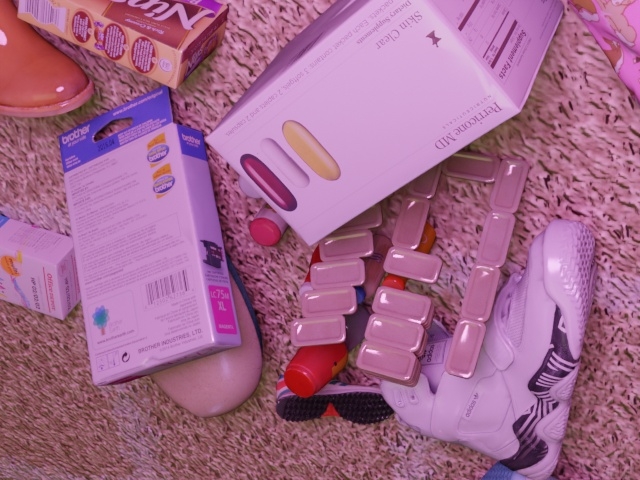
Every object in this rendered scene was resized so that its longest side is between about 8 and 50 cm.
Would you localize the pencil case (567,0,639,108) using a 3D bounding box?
[{"bbox_3d":[0.258,-0.228,0.801,0.160,0.167,0.386,-42,104,3],"label":"pencil case"}]

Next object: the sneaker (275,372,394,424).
[{"bbox_3d":[0.019,0.196,1.329,0.161,0.075,0.057,1,123,-9],"label":"sneaker"}]

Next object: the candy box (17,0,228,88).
[{"bbox_3d":[-0.204,-0.236,1.053,0.187,0.109,0.053,24,132,8],"label":"candy box"}]

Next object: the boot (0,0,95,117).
[{"bbox_3d":[-0.366,-0.270,1.095,0.283,0.109,0.220,33,140,27],"label":"boot"}]

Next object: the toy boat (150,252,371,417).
[{"bbox_3d":[-0.096,0.112,1.273,0.318,0.148,0.267,9,125,29],"label":"toy boat"}]

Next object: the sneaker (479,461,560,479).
[{"bbox_3d":[0.267,0.415,1.335,0.208,0.127,0.319,25,142,-3],"label":"sneaker"}]

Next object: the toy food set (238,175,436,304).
[{"bbox_3d":[0.000,0.000,1.143,0.232,0.104,0.111,25,133,6],"label":"toy food set"}]

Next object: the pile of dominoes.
[{"bbox_3d":[0.094,0.021,1.058,0.196,0.251,0.040,13,166,19],"label":"pile of dominoes"}]

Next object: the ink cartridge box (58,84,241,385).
[{"bbox_3d":[-0.203,-0.005,1.178,0.186,0.065,0.311,-20,76,29],"label":"ink cartridge box"}]

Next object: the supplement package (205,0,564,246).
[{"bbox_3d":[0.060,-0.152,0.925,0.145,0.204,0.262,45,131,-13],"label":"supplement package"}]

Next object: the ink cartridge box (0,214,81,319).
[{"bbox_3d":[-0.388,0.040,1.396,0.181,0.061,0.104,16,131,14],"label":"ink cartridge box"}]

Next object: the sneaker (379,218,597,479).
[{"bbox_3d":[0.180,0.118,1.125,0.210,0.137,0.365,11,133,14],"label":"sneaker"}]
